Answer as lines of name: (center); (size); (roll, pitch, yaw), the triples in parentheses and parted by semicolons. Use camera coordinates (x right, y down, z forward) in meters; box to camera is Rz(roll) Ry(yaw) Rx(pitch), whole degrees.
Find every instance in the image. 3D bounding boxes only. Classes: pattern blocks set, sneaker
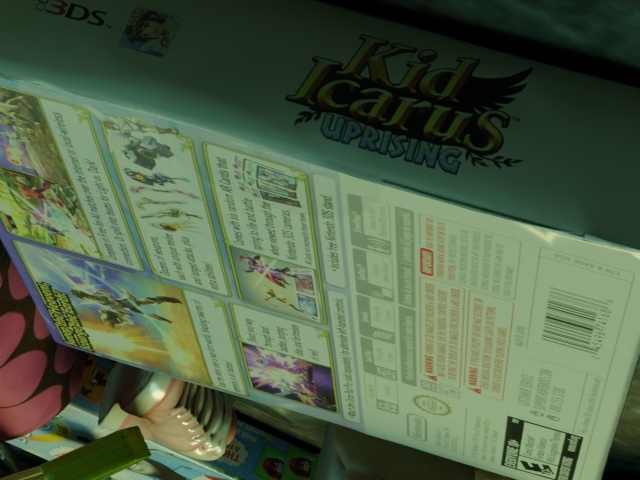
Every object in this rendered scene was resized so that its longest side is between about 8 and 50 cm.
pattern blocks set: (-0.219, 0.156, 0.930); (0.285, 0.026, 0.325); (-24, 174, -3)
sneaker: (-0.069, 0.078, 0.966); (0.070, 0.051, 0.134); (18, 160, -11)

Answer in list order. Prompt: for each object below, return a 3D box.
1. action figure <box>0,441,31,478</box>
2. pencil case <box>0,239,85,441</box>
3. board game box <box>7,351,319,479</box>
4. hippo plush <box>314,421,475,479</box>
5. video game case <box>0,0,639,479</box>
action figure: (-0.213, 0.196, 1.323); (0.330, 0.178, 0.341); (-1, 122, 32)
pencil case: (-0.174, 0.027, 0.881); (0.098, 0.095, 0.209); (36, 161, 15)
board game box: (-0.123, 0.111, 1.107); (0.211, 0.039, 0.160); (27, 159, -17)
hippo plush: (0.097, 0.232, 0.926); (0.236, 0.234, 0.294); (10, 134, -7)
video game case: (0.000, 0.000, 0.687); (0.244, 0.061, 0.269); (15, 159, 9)
